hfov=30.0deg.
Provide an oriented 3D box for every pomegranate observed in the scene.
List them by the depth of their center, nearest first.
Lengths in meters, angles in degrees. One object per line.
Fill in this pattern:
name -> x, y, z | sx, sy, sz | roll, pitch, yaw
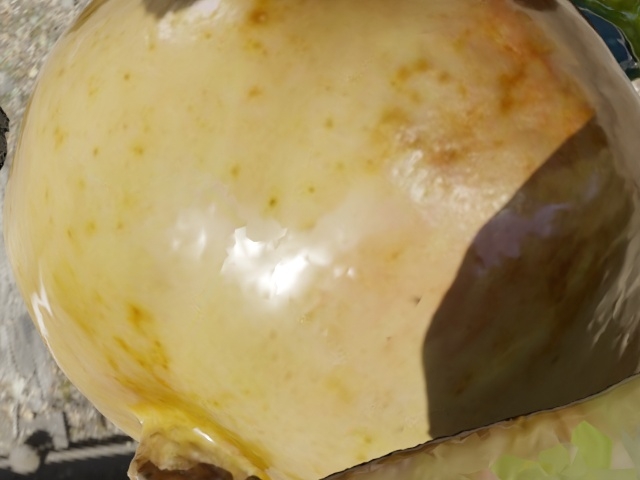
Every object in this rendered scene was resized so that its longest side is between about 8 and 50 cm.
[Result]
pomegranate -> 0.000, 0.000, 0.718 | 0.411, 0.411, 0.412 | -1, 107, -5

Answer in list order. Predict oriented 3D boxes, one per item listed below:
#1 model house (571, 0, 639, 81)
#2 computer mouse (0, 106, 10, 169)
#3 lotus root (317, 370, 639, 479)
model house -> 0.265, -0.290, 1.248 | 0.237, 0.303, 0.215 | -60, 144, -20
computer mouse -> -0.479, -0.164, 1.464 | 0.077, 0.146, 0.242 | -38, 87, 27
lotus root -> 0.118, 0.191, 0.300 | 0.390, 0.111, 0.375 | 13, 66, 22
